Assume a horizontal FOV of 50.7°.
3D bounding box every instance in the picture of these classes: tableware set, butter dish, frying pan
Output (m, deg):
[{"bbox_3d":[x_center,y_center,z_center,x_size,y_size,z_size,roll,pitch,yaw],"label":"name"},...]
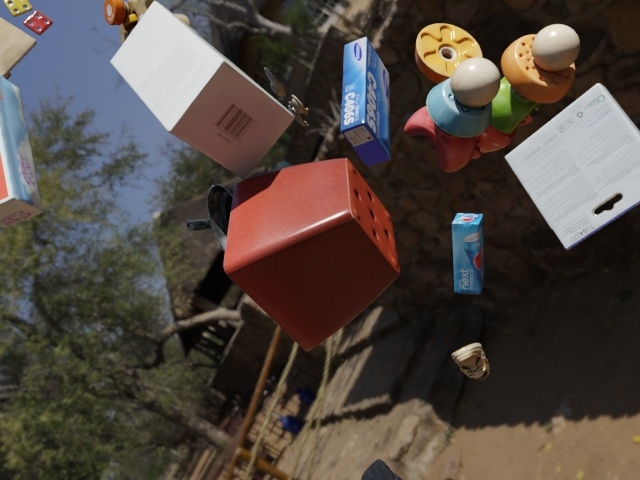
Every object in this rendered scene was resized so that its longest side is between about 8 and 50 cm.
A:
[{"bbox_3d":[-0.079,-0.341,1.604,0.020,0.168,0.141,-39,2,-3],"label":"tableware set"},{"bbox_3d":[0.299,-0.213,1.301,0.160,0.160,0.118,-9,62,47],"label":"butter dish"},{"bbox_3d":[-0.248,-0.023,1.724,0.053,0.197,0.326,-20,-11,-30],"label":"frying pan"}]

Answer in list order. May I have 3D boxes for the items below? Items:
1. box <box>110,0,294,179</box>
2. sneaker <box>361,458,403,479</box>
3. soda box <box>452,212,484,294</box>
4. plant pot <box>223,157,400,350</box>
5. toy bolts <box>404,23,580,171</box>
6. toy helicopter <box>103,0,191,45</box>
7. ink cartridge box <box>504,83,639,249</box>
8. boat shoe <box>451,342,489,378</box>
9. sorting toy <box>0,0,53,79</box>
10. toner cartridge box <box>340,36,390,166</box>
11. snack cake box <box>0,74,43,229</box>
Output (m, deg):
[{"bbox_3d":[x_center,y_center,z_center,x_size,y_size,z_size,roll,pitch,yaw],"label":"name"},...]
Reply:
[{"bbox_3d":[-0.248,-0.311,1.381,0.168,0.215,0.345,-50,48,8],"label":"box"},{"bbox_3d":[0.182,0.626,1.602,0.099,0.153,0.282,-44,-1,-1],"label":"sneaker"},{"bbox_3d":[0.393,0.036,1.790,0.067,0.071,0.210,-50,-42,-55],"label":"soda box"},{"bbox_3d":[0.000,0.000,1.286,0.236,0.267,0.267,-27,36,20],"label":"plant pot"},{"bbox_3d":[0.209,-0.230,0.900,0.228,0.218,0.158,-43,-10,-27],"label":"toy bolts"},{"bbox_3d":[-0.479,-0.580,1.929,0.140,0.355,0.234,-13,-70,-41],"label":"toy helicopter"},{"bbox_3d":[0.720,-0.195,1.835,0.324,0.330,0.071,-40,-22,33],"label":"ink cartridge box"},{"bbox_3d":[0.318,0.254,1.392,0.063,0.059,0.170,-30,-26,16],"label":"boat shoe"},{"bbox_3d":[-0.729,-0.436,1.524,0.274,0.132,0.046,-58,1,-21],"label":"sorting toy"},{"bbox_3d":[0.130,-0.392,1.899,0.075,0.165,0.347,-15,51,24],"label":"toner cartridge box"},{"bbox_3d":[-0.599,-0.151,1.191,0.152,0.264,0.089,-20,-17,7],"label":"snack cake box"}]
